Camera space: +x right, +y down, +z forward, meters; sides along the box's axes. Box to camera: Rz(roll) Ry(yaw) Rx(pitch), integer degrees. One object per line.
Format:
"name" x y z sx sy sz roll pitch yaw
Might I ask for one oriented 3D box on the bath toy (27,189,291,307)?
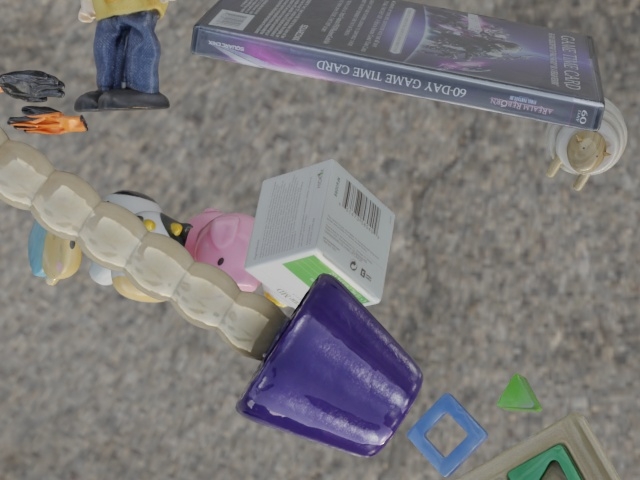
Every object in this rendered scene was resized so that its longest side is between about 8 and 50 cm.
"bath toy" -0.113 0.004 1.438 0.348 0.151 0.129 7 127 -31

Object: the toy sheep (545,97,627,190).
"toy sheep" 0.272 -0.107 1.452 0.091 0.132 0.091 4 122 6

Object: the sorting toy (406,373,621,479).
"sorting toy" 0.205 0.285 1.343 0.196 0.047 0.347 -33 66 13

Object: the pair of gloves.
"pair of gloves" -0.243 -0.117 1.206 0.074 0.010 0.083 0 146 14

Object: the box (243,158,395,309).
"box" 0.000 0.000 1.288 0.087 0.102 0.101 -15 140 36

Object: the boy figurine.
"boy figurine" -0.209 -0.280 1.520 0.177 0.092 0.285 9 101 50

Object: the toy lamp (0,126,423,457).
"toy lamp" -0.079 0.007 0.646 0.275 0.080 0.080 32 116 -2

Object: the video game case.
"video game case" 0.062 -0.141 1.013 0.274 0.196 0.026 12 112 4
